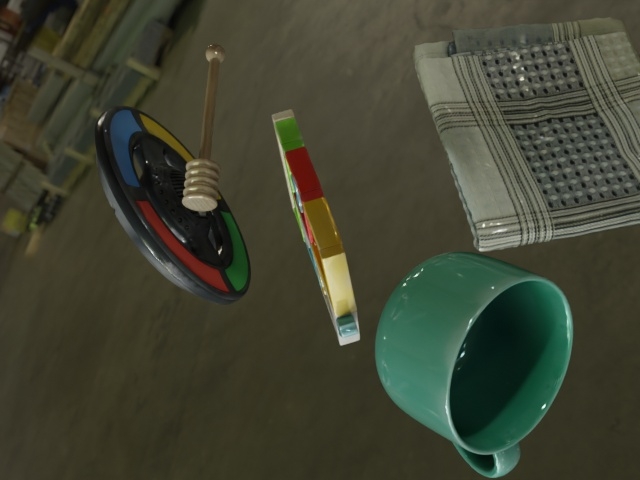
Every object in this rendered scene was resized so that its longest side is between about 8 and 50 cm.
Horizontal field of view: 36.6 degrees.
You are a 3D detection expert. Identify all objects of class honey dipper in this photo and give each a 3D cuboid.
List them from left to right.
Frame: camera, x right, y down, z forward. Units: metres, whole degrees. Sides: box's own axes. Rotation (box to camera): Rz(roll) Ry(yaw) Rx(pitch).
[{"bbox_3d":[-0.099,-0.103,0.842,0.030,0.030,0.161,-32,50,52],"label":"honey dipper"}]

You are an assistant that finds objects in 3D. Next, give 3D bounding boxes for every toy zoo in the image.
[{"bbox_3d":[0.000,0.000,1.230,0.192,0.030,0.293,79,173,-51],"label":"toy zoo"}]

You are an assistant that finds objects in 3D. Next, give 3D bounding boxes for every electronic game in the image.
[{"bbox_3d":[-0.144,-0.037,0.972,0.048,0.229,0.229,-32,32,14],"label":"electronic game"}]

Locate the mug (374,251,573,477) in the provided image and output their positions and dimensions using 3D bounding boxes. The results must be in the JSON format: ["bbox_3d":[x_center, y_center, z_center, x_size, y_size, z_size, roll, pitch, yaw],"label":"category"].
[{"bbox_3d":[0.099,0.086,0.698,0.097,0.129,0.158,24,98,48],"label":"mug"}]

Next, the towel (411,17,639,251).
[{"bbox_3d":[0.294,-0.151,1.211,0.056,0.312,0.324,96,162,-59],"label":"towel"}]
